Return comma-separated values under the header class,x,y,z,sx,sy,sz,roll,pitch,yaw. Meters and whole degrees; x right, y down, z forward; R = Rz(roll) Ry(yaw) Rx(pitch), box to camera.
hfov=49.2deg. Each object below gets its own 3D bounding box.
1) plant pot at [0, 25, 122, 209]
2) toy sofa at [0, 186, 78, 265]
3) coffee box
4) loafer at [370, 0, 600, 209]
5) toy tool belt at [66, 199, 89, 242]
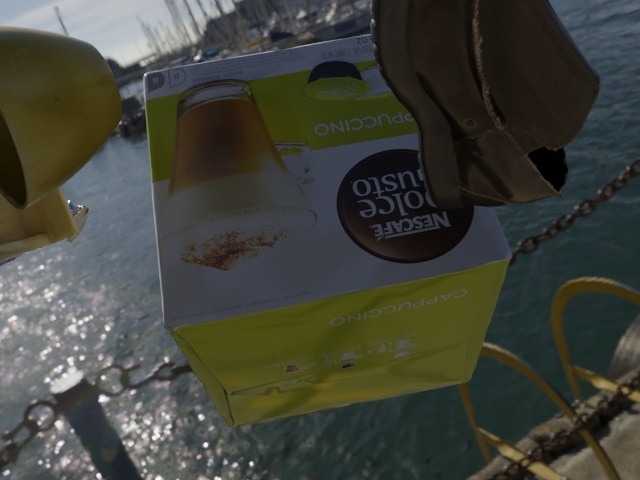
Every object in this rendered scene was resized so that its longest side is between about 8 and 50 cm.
class,x,y,z,sx,sy,sz,roll,pitch,yaw
plant pot,-0.208,-0.103,0.524,0.095,0.134,0.134,-29,19,-31
toy sofa,-0.345,-0.026,0.568,0.177,0.150,0.362,-21,8,-4
coffee box,0.000,0.000,0.862,0.338,0.338,0.334,-11,59,-3
loafer,0.127,-0.132,0.483,0.130,0.366,0.133,6,72,19
toy tool belt,-0.386,-0.039,1.068,0.052,0.051,0.083,-44,27,21
